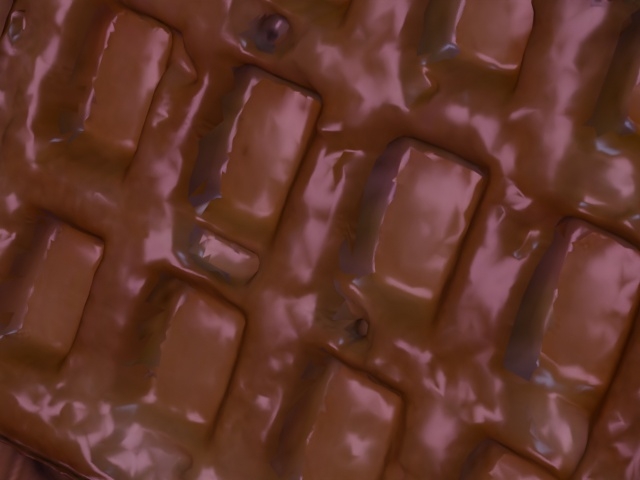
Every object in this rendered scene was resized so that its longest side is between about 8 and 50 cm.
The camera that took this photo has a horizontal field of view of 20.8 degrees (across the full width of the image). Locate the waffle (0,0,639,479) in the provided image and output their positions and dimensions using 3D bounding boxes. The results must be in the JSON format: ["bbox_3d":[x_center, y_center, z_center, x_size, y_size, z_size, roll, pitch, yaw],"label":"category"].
[{"bbox_3d":[0.000,0.000,0.700,0.348,0.077,0.304,26,108,22],"label":"waffle"}]
